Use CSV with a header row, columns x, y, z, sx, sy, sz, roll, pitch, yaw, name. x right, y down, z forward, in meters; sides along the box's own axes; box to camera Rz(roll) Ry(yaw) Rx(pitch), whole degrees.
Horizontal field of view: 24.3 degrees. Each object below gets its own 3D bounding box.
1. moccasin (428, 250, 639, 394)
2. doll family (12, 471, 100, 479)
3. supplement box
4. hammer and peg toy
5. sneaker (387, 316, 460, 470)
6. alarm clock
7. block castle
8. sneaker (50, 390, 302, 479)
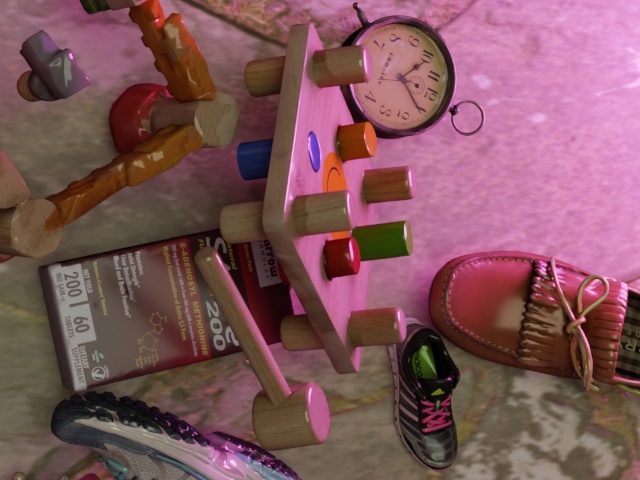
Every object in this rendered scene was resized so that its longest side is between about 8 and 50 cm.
x,y,z,sx,sy,sz,roll,pitch,yaw,name
0.297,0.101,1.628,0.380,0.147,0.139,22,81,-17,moccasin
-0.246,0.354,1.432,0.263,0.163,0.118,59,34,-8,doll family
-0.153,0.064,1.514,0.239,0.073,0.130,-13,93,-20,supplement box
0.000,0.000,1.411,0.127,0.266,0.361,-6,50,16,hammer and peg toy
0.117,0.167,1.602,0.063,0.075,0.170,-11,92,-19,sneaker
0.095,-0.166,1.613,0.192,0.064,0.129,26,80,-14,alarm clock
-0.307,-0.220,1.389,0.303,0.213,0.453,-35,111,-28,block castle
-0.149,0.241,1.470,0.283,0.110,0.122,27,88,-31,sneaker
